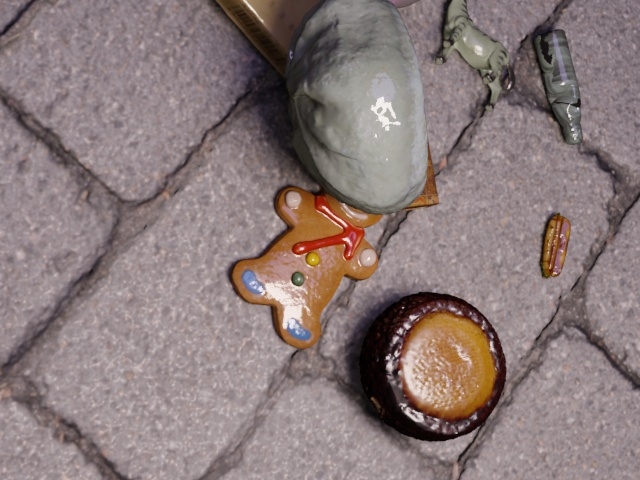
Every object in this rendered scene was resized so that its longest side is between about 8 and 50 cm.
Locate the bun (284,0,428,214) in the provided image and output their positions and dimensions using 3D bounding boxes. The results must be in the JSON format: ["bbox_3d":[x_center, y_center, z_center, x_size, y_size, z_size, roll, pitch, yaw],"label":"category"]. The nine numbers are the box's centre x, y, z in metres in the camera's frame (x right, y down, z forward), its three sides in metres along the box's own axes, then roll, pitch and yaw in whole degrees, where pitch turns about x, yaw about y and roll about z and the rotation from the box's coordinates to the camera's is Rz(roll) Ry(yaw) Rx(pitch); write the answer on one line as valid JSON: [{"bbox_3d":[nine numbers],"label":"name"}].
[{"bbox_3d":[0.048,-0.192,1.368,0.194,0.354,0.355,-9,85,-1],"label":"bun"}]

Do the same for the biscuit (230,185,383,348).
[{"bbox_3d":[0.002,0.000,1.484,0.205,0.049,0.324,44,68,-8],"label":"biscuit"}]

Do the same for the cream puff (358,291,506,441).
[{"bbox_3d":[0.173,0.200,1.451,0.239,0.165,0.239,3,80,-19],"label":"cream puff"}]

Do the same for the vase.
[{"bbox_3d":[0.443,-0.278,1.681,0.060,0.060,0.211,-12,88,-21],"label":"vase"}]

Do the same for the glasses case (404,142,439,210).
[{"bbox_3d":[0.143,-0.162,1.556,0.075,0.049,0.218,-7,84,-22],"label":"glasses case"}]

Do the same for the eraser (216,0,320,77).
[{"bbox_3d":[-0.101,-0.423,1.441,0.343,0.078,0.144,46,72,-26],"label":"eraser"}]

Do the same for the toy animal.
[{"bbox_3d":[0.274,-0.357,1.626,0.217,0.073,0.176,42,56,-14],"label":"toy animal"}]

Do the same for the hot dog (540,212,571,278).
[{"bbox_3d":[0.418,0.011,1.643,0.049,0.037,0.122,21,80,-28],"label":"hot dog"}]

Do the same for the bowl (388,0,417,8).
[{"bbox_3d":[0.079,-0.492,1.502,0.287,0.144,0.287,25,46,-28],"label":"bowl"}]
